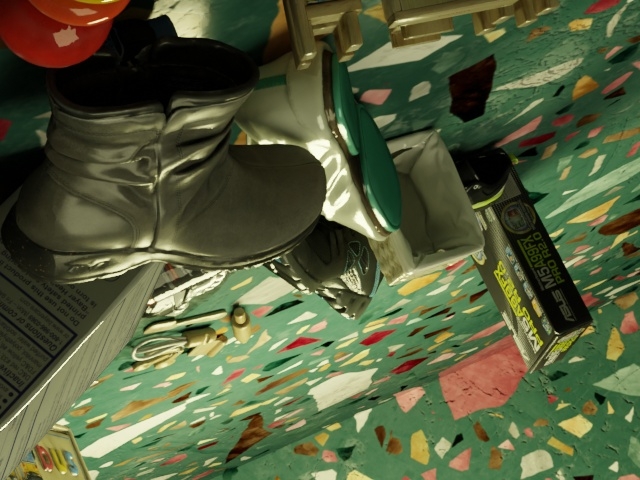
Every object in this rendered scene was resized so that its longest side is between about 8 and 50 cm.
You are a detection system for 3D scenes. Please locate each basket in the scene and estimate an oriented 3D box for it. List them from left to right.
[{"bbox_3d":[0.113,-0.036,1.744,0.113,0.167,0.103,-17,167,-22],"label":"basket"}]

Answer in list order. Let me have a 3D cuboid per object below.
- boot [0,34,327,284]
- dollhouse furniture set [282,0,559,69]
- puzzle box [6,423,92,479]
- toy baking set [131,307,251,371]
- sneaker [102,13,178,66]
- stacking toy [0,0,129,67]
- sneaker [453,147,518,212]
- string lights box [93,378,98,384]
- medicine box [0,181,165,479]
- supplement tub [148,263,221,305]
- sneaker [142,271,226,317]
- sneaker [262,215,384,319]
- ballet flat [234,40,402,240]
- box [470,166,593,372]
[{"bbox_3d":[-0.094,-0.075,1.194,0.338,0.118,0.223,-15,150,-40],"label":"boot"},{"bbox_3d":[0.075,-0.246,1.119,0.212,0.161,0.242,-12,-178,-5],"label":"dollhouse furniture set"},{"bbox_3d":[-0.376,0.340,1.779,0.052,0.272,0.409,-30,161,6],"label":"puzzle box"},{"bbox_3d":[-0.196,0.157,2.149,0.197,0.030,0.256,-20,163,-12],"label":"toy baking set"},{"bbox_3d":[-0.188,-0.117,1.240,0.090,0.081,0.232,-13,154,-23],"label":"sneaker"},{"bbox_3d":[-0.144,-0.218,0.925,0.141,0.141,0.330,-14,168,-30],"label":"stacking toy"},{"bbox_3d":[0.164,-0.076,1.861,0.234,0.084,0.097,-22,158,-33],"label":"sneaker"},{"bbox_3d":[-0.447,0.210,1.886,0.259,0.077,0.133,-29,162,16],"label":"string lights box"},{"bbox_3d":[-0.300,0.093,1.379,0.289,0.149,0.263,-49,176,-33],"label":"medicine box"},{"bbox_3d":[-0.134,-0.009,1.588,0.198,0.106,0.106,-25,164,4],"label":"supplement tub"},{"bbox_3d":[-0.190,0.043,1.722,0.106,0.078,0.234,-15,164,-35],"label":"sneaker"},{"bbox_3d":[0.000,0.000,1.846,0.139,0.125,0.341,-54,157,3],"label":"sneaker"},{"bbox_3d":[-0.005,-0.099,1.493,0.139,0.139,0.400,-25,159,4],"label":"ballet flat"},{"bbox_3d":[0.288,0.039,2.028,0.060,0.270,0.216,-22,164,-10],"label":"box"}]
